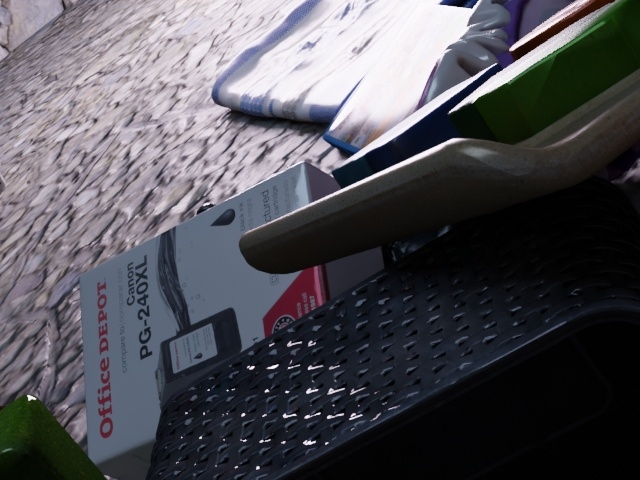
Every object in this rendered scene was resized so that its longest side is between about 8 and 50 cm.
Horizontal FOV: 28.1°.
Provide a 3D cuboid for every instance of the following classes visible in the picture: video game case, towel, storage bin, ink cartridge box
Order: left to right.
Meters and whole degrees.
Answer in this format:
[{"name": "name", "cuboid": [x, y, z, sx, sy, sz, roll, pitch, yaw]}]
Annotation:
[{"name": "ink cartridge box", "cuboid": [-0.043, 0.046, 0.619, 0.150, 0.063, 0.109, -25, 57, 27]}, {"name": "towel", "cuboid": [0.027, -0.175, 1.050, 0.209, 0.034, 0.285, -43, 23, -12]}, {"name": "video game case", "cuboid": [0.066, -0.099, 0.823, 0.119, 0.015, 0.166, -55, 23, 0]}, {"name": "storage bin", "cuboid": [0.043, 0.078, 0.399, 0.180, 0.122, 0.084, -31, 23, 16]}]

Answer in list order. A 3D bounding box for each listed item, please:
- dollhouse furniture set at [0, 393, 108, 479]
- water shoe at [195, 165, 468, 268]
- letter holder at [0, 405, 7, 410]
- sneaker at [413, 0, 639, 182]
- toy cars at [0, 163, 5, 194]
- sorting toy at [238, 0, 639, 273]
[{"name": "dollhouse furniture set", "cuboid": [-0.168, 0.225, 0.393, 0.301, 0.151, 0.197, -35, 22, 8]}, {"name": "water shoe", "cuboid": [0.000, 0.000, 0.677, 0.203, 0.080, 0.073, -18, 29, 40]}, {"name": "letter holder", "cuboid": [-0.312, 0.163, 0.748, 0.214, 0.152, 0.302, -6, 38, 50]}, {"name": "sneaker", "cuboid": [0.113, -0.073, 0.639, 0.236, 0.104, 0.095, -59, -11, -52]}, {"name": "toy cars", "cuboid": [-0.428, 0.050, 1.245, 0.176, 0.087, 0.394, -19, 25, 28]}, {"name": "sorting toy", "cuboid": [0.108, -0.068, 0.392, 0.229, 0.041, 0.307, -31, 4, -21]}]
